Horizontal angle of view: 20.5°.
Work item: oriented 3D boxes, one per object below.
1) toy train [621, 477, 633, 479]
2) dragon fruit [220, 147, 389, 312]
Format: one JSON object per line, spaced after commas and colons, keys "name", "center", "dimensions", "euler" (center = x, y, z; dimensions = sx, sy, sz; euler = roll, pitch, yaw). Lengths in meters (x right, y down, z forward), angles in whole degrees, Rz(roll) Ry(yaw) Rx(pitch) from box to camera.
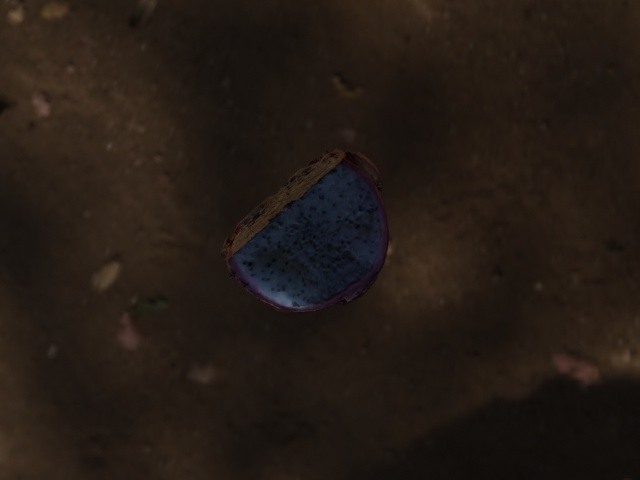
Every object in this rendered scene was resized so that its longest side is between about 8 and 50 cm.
{"name": "toy train", "center": [0.252, 0.267, 1.169], "dimensions": [0.145, 0.266, 0.202], "euler": [6, 89, 4]}
{"name": "dragon fruit", "center": [0.000, 0.000, 0.828], "dimensions": [0.083, 0.056, 0.060], "euler": [-44, 99, 1]}
